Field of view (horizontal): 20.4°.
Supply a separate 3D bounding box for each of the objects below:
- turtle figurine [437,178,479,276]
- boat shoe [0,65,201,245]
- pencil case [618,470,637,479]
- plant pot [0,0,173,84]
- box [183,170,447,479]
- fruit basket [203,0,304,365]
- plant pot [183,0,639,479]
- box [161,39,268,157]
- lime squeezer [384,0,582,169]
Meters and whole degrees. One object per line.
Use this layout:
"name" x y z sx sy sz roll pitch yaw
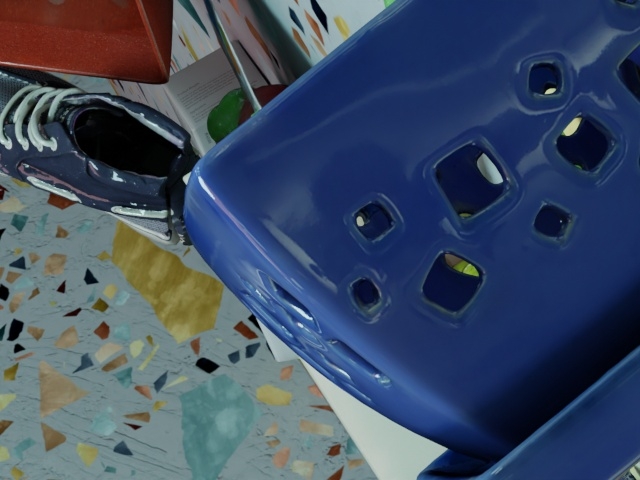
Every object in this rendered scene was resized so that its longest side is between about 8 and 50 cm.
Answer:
"turtle figurine" 0.089 0.000 1.303 0.217 0.087 0.269 37 -157 -32
"boat shoe" -0.258 -0.116 1.731 0.341 0.127 0.158 22 163 10
"pencil case" 0.265 0.321 1.393 0.284 0.124 0.124 59 173 2
"plant pot" -0.264 -0.319 1.655 0.267 0.267 0.235 80 -161 -70
"box" 0.041 0.036 1.443 0.311 0.121 0.148 56 -155 1
"fruit basket" -0.041 -0.047 1.760 0.353 0.165 0.327 58 174 34
"plant pot" 0.091 -0.005 0.809 0.212 0.236 0.236 51 172 4
"box" -0.109 -0.150 2.018 0.087 0.101 0.102 55 172 31
"lime squeezer" 0.089 -0.106 1.049 0.310 0.059 0.110 54 171 31
